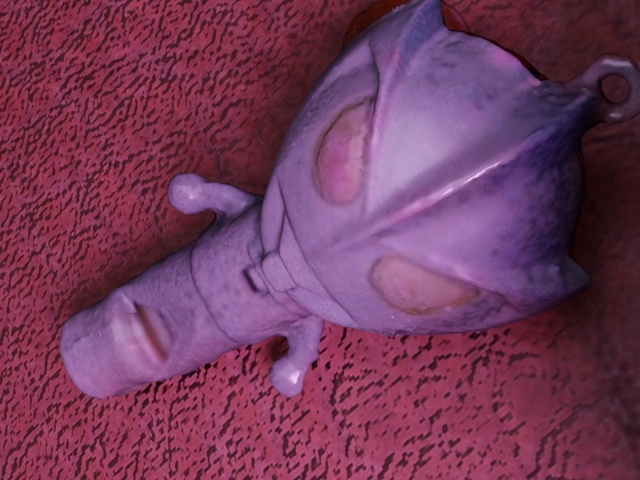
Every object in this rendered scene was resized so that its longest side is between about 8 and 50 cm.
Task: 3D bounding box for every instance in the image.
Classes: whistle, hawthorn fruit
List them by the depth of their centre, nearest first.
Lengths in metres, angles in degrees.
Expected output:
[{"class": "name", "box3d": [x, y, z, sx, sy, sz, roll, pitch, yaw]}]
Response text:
[{"class": "whistle", "box3d": [0.001, 0.000, 0.483, 0.346, 0.142, 0.134, -27, 27, 33]}, {"class": "hawthorn fruit", "box3d": [0.059, -0.086, 0.510, 0.067, 0.066, 0.103, -44, 69, 12]}]
